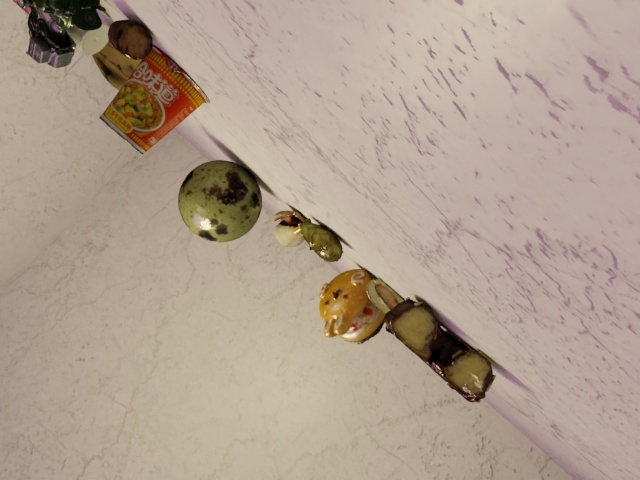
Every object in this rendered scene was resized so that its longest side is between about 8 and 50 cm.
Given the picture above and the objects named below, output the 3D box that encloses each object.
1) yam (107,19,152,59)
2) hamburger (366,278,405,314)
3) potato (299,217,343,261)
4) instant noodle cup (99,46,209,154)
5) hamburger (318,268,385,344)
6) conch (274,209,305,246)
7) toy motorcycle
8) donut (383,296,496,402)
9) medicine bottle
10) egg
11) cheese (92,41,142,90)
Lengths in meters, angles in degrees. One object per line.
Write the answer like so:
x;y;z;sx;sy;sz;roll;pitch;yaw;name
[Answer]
-0.414;-0.435;1.032;0.079;0.079;0.141;45;176;-41;yam
0.233;0.215;1.690;0.176;0.087;0.102;39;174;10;hamburger
0.000;0.000;1.606;0.225;0.090;0.117;42;163;51;potato
-0.414;-0.330;1.167;0.193;0.212;0.193;41;176;4;instant noodle cup
0.106;0.250;1.798;0.261;0.302;0.186;-12;137;45;hamburger
-0.098;-0.059;1.946;0.255;0.127;0.158;-16;94;60;conch
-0.611;-0.521;1.125;0.187;0.125;0.275;46;133;0;toy motorcycle
0.338;0.307;1.383;0.345;0.136;0.259;42;178;10;donut
-0.682;-0.610;1.257;0.247;0.147;0.147;43;176;-2;medicine bottle
-0.420;-0.169;2.027;0.345;0.345;0.428;43;-173;-13;egg
-0.543;-0.488;1.426;0.316;0.128;0.259;46;-173;34;cheese
